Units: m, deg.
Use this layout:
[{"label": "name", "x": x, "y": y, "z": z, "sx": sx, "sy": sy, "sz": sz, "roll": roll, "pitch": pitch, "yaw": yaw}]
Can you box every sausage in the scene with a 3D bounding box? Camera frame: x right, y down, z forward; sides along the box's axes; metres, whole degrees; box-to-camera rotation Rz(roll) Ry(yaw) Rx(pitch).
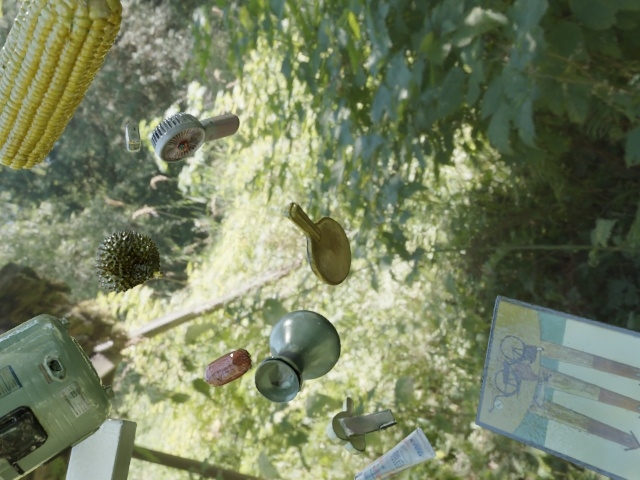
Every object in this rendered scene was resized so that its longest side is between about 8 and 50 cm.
[{"label": "sausage", "x": -0.234, "y": 0.325, "z": 1.629, "sx": 0.141, "sy": 0.076, "sz": 0.076, "roll": -29, "pitch": 23, "yaw": 16}]

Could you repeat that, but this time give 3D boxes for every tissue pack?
[{"label": "tissue pack", "x": -0.569, "y": -0.312, "z": 1.945, "sx": 0.083, "sy": 0.042, "sz": 0.062, "roll": 139, "pitch": 121, "yaw": -68}]

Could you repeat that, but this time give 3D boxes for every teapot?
[{"label": "teapot", "x": -0.060, "y": 0.277, "z": 1.517, "sx": 0.251, "sy": 0.183, "sz": 0.183, "roll": -40, "pitch": -30, "yaw": -67}]

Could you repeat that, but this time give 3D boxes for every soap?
[{"label": "soap", "x": -0.465, "y": 0.469, "z": 1.348, "sx": 0.064, "sy": 0.121, "sz": 0.183, "roll": 46, "pitch": -135, "yaw": -59}]

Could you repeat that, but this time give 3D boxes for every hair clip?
[{"label": "hair clip", "x": 0.100, "y": 0.494, "z": 1.739, "sx": 0.071, "sy": 0.218, "sz": 0.159, "roll": -54, "pitch": 52, "yaw": 33}]

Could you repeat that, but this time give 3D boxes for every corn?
[{"label": "corn", "x": -0.262, "y": -0.156, "z": 0.605, "sx": 0.248, "sy": 0.081, "sz": 0.081, "roll": -37, "pitch": 31, "yaw": 42}]

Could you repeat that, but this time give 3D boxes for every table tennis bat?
[{"label": "table tennis bat", "x": 0.000, "y": 0.000, "z": 1.852, "sx": 0.050, "sy": 0.321, "sz": 0.198, "roll": -7, "pitch": 51, "yaw": 37}]

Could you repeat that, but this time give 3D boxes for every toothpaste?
[{"label": "toothpaste", "x": 0.235, "y": 0.713, "z": 2.055, "sx": 0.323, "sy": 0.066, "sz": 0.100, "roll": -44, "pitch": 64, "yaw": 31}]

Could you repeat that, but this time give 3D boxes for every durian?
[{"label": "durian", "x": -0.414, "y": 0.046, "z": 1.377, "sx": 0.146, "sy": 0.208, "sz": 0.102, "roll": -54, "pitch": -37, "yaw": -20}]

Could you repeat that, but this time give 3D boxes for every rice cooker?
[{"label": "rice cooker", "x": -0.473, "y": 0.256, "z": 1.021, "sx": 0.244, "sy": 0.226, "sz": 0.226, "roll": -29, "pitch": -18, "yaw": -26}]

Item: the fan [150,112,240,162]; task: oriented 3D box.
[{"label": "fan", "x": -0.303, "y": -0.266, "z": 1.587, "sx": 0.244, "sy": 0.074, "sz": 0.130, "roll": -24, "pitch": -21, "yaw": -37}]

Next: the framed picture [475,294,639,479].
[{"label": "framed picture", "x": 0.420, "y": 0.245, "z": 1.050, "sx": 0.013, "sy": 0.324, "sz": 0.244, "roll": -3, "pitch": -77, "yaw": -50}]
